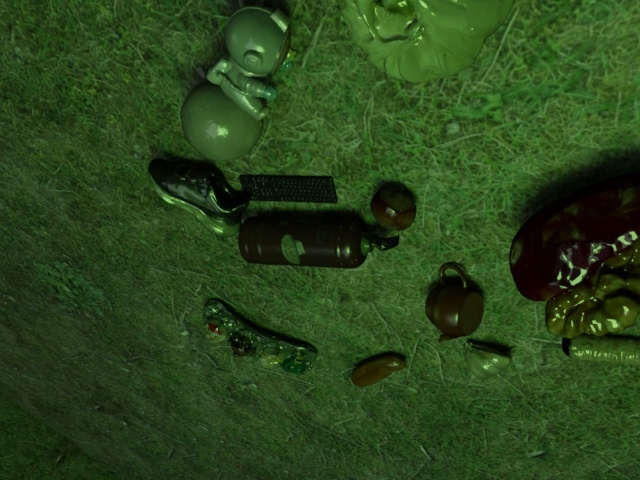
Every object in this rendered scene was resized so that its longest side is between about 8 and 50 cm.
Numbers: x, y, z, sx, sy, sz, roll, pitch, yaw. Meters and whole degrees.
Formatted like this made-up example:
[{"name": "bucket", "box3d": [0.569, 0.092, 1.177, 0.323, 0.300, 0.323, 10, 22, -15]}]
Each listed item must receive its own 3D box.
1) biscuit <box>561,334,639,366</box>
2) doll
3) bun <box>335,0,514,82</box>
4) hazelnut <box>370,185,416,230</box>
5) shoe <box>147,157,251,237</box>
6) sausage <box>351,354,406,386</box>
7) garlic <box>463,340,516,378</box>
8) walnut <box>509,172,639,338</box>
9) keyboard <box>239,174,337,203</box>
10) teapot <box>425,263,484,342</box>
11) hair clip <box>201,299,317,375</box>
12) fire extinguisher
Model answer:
[{"name": "biscuit", "box3d": [0.580, 0.212, 1.094, 0.219, 0.061, 0.055, 1, 85, 22]}, {"name": "doll", "box3d": [-0.134, -0.262, 0.948, 0.151, 0.151, 0.287, 32, 132, -5]}, {"name": "bun", "box3d": [0.127, -0.329, 0.745, 0.260, 0.160, 0.259, 12, 131, 14]}, {"name": "hazelnut", "box3d": [0.132, -0.057, 1.048, 0.087, 0.086, 0.086, 13, 134, 14]}, {"name": "shoe", "box3d": [-0.239, -0.107, 1.173, 0.228, 0.099, 0.112, 39, 127, -14]}, {"name": "sausage", "box3d": [0.137, 0.316, 1.403, 0.062, 0.054, 0.183, 14, 143, -34]}, {"name": "garlic", "box3d": [0.355, 0.258, 1.233, 0.094, 0.074, 0.113, 22, 152, -8]}, {"name": "walnut", "box3d": [0.434, 0.020, 0.855, 0.222, 0.243, 0.269, 36, 131, -8]}, {"name": "keyboard", "box3d": [-0.066, -0.102, 1.145, 0.205, 0.013, 0.061, 4, 130, 23]}, {"name": "teapot", "box3d": [0.258, 0.129, 1.148, 0.116, 0.116, 0.173, 3, 104, 23]}, {"name": "hair clip", "box3d": [-0.172, 0.272, 1.482, 0.322, 0.091, 0.138, 25, 138, 5]}, {"name": "fire extinguisher", "box3d": [0.000, 0.000, 1.128, 0.344, 0.102, 0.138, 2, 167, 25]}]
